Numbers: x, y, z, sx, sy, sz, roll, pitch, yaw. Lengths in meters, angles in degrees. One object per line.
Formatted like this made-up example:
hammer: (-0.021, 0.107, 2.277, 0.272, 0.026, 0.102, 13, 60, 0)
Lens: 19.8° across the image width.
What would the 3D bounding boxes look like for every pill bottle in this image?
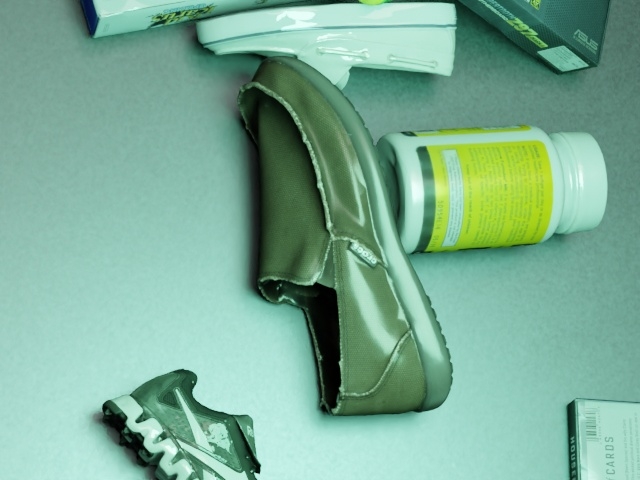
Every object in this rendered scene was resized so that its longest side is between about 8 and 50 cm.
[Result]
pill bottle: (0.162, -0.051, 1.766, 0.209, 0.119, 0.119, -4, 74, -16)

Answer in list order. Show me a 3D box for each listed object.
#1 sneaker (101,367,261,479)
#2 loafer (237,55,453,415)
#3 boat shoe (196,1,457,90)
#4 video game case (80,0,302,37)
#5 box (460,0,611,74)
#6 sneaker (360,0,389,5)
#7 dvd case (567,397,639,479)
sneaker: (-0.086, 0.209, 1.636, 0.106, 0.078, 0.234, -37, 83, -20)
loafer: (0.000, 0.000, 1.697, 0.130, 0.134, 0.366, -20, 79, -21)
boat shoe: (0.009, -0.187, 1.784, 0.258, 0.095, 0.084, -3, 96, -7)
video game case: (-0.140, -0.349, 1.811, 0.244, 0.061, 0.269, -13, 77, -18)
box: (0.207, -0.299, 1.835, 0.233, 0.059, 0.183, 31, 62, -39)
sneaker: (0.076, -0.348, 1.814, 0.123, 0.109, 0.295, 19, 47, -20)
dvd case: (0.357, 0.248, 1.772, 0.239, 0.029, 0.179, 5, 72, -13)
